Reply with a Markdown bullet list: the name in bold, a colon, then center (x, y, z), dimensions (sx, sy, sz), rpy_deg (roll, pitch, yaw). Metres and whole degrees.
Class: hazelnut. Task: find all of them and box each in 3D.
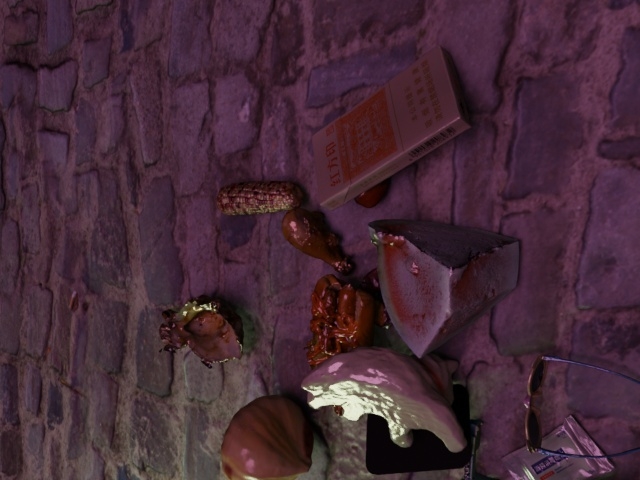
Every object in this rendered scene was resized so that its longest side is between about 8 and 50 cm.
- **hazelnut**: center (-0.128, 0.519, 1.535), dimensions (0.241, 0.261, 0.261), rpy_deg (28, 111, 27)

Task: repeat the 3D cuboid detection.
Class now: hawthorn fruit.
- **hawthorn fruit**: center (0.111, -0.123, 1.378), dimensions (0.081, 0.081, 0.093), rpy_deg (44, 113, 21)

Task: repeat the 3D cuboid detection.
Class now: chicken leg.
- **chicken leg**: center (-0.002, 0.002, 1.474), dimensions (0.207, 0.101, 0.085), rpy_deg (40, 122, 0)

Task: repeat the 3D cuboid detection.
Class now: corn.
- **corn**: center (-0.152, -0.108, 1.553), dimensions (0.253, 0.086, 0.086), rpy_deg (-1, 96, 34)

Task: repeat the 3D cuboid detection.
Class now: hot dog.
- **hot dog**: center (0.038, 0.246, 1.418), dimensions (0.158, 0.117, 0.349), rpy_deg (23, 123, 33)

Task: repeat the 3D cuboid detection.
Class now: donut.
- **donut**: center (0.151, 0.124, 1.397), dimensions (0.140, 0.059, 0.140), rpy_deg (6, 101, 34)

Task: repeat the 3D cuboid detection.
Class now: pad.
- **pad**: center (0.211, 0.420, 1.373), dimensions (0.267, 0.004, 0.181), rpy_deg (-20, 52, 35)

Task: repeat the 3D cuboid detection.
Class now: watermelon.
- **watermelon**: center (0.220, 0.091, 1.230), dimensions (0.320, 0.214, 0.289), rpy_deg (19, 89, 6)

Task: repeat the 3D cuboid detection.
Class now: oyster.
- **oyster**: center (-0.334, 0.249, 1.700), dimensions (0.337, 0.133, 0.198), rpy_deg (-13, 92, 37)

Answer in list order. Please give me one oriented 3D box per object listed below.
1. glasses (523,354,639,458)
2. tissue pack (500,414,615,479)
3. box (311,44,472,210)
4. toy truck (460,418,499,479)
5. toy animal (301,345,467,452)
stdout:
- **glasses**: center (0.504, 0.323, 1.187), dimensions (0.220, 0.088, 0.189), rpy_deg (5, 85, 14)
- **tissue pack**: center (0.470, 0.449, 1.247), dimensions (0.193, 0.026, 0.122), rpy_deg (-46, 70, 28)
- **box**: center (0.133, -0.229, 1.313), dimensions (0.365, 0.051, 0.204), rpy_deg (-31, 51, 33)
- **toy truck**: center (0.338, 0.474, 1.322), dimensions (0.081, 0.067, 0.175), rpy_deg (6, 97, 28)
- **toy animal**: center (0.136, 0.300, 1.324), dimensions (0.308, 0.188, 0.266), rpy_deg (-12, 131, 37)
